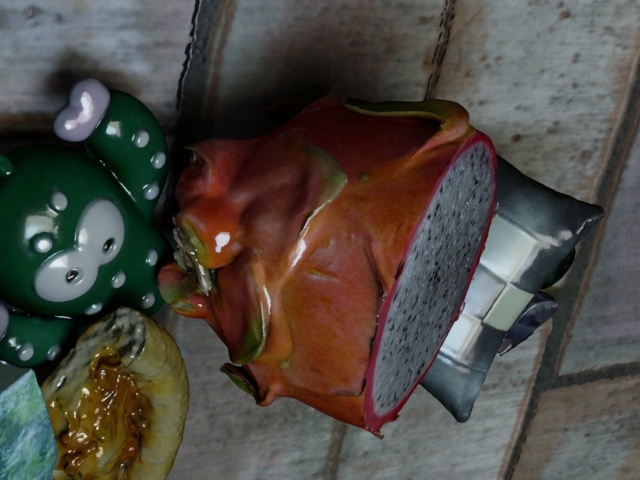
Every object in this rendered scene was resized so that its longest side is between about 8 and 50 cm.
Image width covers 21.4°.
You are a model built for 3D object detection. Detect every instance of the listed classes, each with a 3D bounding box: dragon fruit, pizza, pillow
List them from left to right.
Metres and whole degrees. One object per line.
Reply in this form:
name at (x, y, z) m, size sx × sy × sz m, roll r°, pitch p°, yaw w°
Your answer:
pizza at (-0.198, 0.189, 1.488) m, size 0.182 × 0.074 × 0.365 m, roll -28°, pitch 151°, yaw -41°
dragon fruit at (0.000, 0.000, 1.447) m, size 0.305 × 0.225 × 0.305 m, roll 19°, pitch 90°, yaw -72°
pillow at (0.129, 0.025, 1.618) m, size 0.250 × 0.186 × 0.106 m, roll -56°, pitch 174°, yaw 10°

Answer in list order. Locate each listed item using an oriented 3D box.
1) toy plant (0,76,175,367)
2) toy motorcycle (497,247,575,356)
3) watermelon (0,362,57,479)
toy plant at (-0.213, -0.004, 1.388) m, size 0.232 × 0.112 × 0.243 m, roll -39°, pitch 139°, yaw -25°
toy motorcycle at (0.169, 0.062, 1.709) m, size 0.213 × 0.082 × 0.122 m, roll -46°, pitch 134°, yaw -1°
watermelon at (-0.381, 0.168, 1.317) m, size 0.387 × 0.258 × 0.228 m, roll -31°, pitch 159°, yaw 8°
